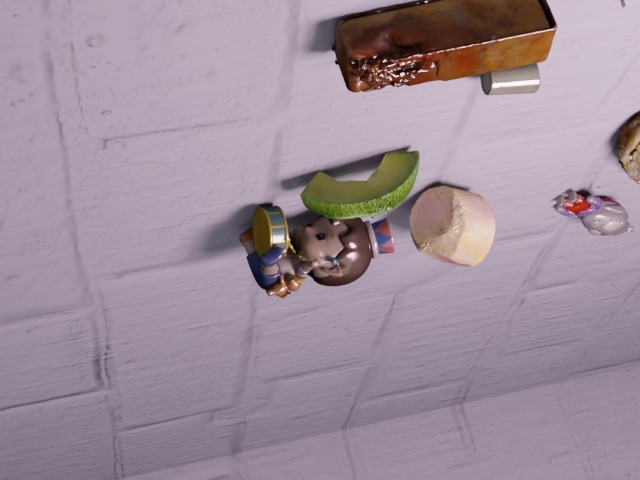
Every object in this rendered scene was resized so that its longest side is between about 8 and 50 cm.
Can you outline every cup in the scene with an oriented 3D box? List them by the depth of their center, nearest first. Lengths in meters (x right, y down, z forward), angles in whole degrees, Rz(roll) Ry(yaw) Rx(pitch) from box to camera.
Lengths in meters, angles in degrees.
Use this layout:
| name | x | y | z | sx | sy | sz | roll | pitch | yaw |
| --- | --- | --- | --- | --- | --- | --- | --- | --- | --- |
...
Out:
| name | x | y | z | sx | sy | sz | roll | pitch | yaw |
| --- | --- | --- | --- | --- | --- | --- | --- | --- | --- |
| cup | 0.304 | -0.264 | 1.893 | 0.083 | 0.054 | 0.075 | -7 | 154 | -14 |

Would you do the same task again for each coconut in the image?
| name | x | y | z | sx | sy | sz | roll | pitch | yaw |
| --- | --- | --- | --- | --- | --- | --- | --- | --- | --- |
| coconut | 0.256 | -0.026 | 2.246 | 0.152 | 0.147 | 0.147 | 16 | 140 | -44 |

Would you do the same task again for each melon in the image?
| name | x | y | z | sx | sy | sz | roll | pitch | yaw |
| --- | --- | --- | --- | --- | --- | --- | --- | --- | --- |
| melon | 0.071 | -0.090 | 2.051 | 0.209 | 0.118 | 0.064 | -5 | 141 | 5 |

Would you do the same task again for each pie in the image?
| name | x | y | z | sx | sy | sz | roll | pitch | yaw |
| --- | --- | --- | --- | --- | --- | --- | --- | --- | --- |
| pie | 0.692 | -0.189 | 2.238 | 0.308 | 0.085 | 0.308 | -12 | 155 | -6 |

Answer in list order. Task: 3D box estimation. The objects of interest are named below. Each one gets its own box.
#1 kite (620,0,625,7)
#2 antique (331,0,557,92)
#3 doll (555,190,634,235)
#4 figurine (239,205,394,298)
| name | x | y | z | sx | sy | sz | roll | pitch | yaw |
| --- | --- | --- | --- | --- | --- | --- | --- | --- | --- |
| kite | 0.493 | -0.420 | 1.741 | 0.183 | 0.010 | 0.160 | -29 | 148 | 18 |
| antique | 0.176 | -0.290 | 1.719 | 0.310 | 0.093 | 0.087 | -12 | 154 | -8 |
| doll | 0.578 | -0.054 | 2.463 | 0.227 | 0.075 | 0.102 | 23 | 152 | -38 |
| figurine | -0.001 | 0.009 | 2.164 | 0.275 | 0.161 | 0.158 | -6 | 117 | -26 |
